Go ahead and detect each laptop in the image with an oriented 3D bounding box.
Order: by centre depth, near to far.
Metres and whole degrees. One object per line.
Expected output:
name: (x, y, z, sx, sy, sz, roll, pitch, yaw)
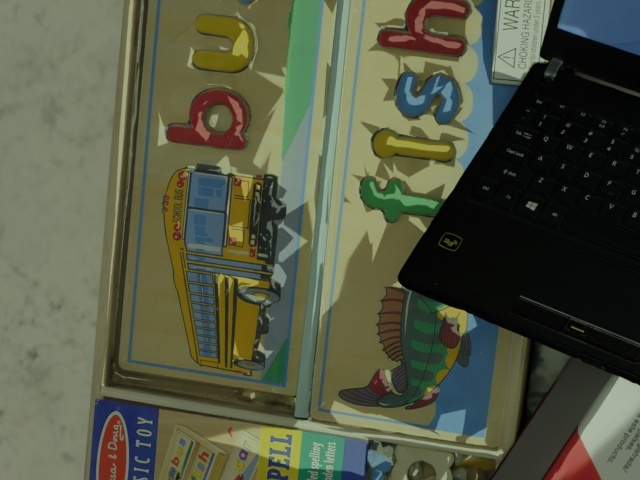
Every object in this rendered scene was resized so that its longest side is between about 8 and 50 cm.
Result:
laptop: (0.197, -0.068, 0.798, 0.234, 0.136, 0.264, 22, 60, 22)

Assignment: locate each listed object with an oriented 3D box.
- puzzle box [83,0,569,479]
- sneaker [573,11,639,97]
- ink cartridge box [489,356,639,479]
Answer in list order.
puzzle box: (0.000, 0.000, 0.979, 0.272, 0.052, 0.409, 7, 99, 13)
sneaker: (0.285, -0.026, 0.916, 0.330, 0.122, 0.146, 44, 116, 8)
ink cartridge box: (0.246, 0.166, 0.891, 0.273, 0.114, 0.197, 32, 98, -3)
